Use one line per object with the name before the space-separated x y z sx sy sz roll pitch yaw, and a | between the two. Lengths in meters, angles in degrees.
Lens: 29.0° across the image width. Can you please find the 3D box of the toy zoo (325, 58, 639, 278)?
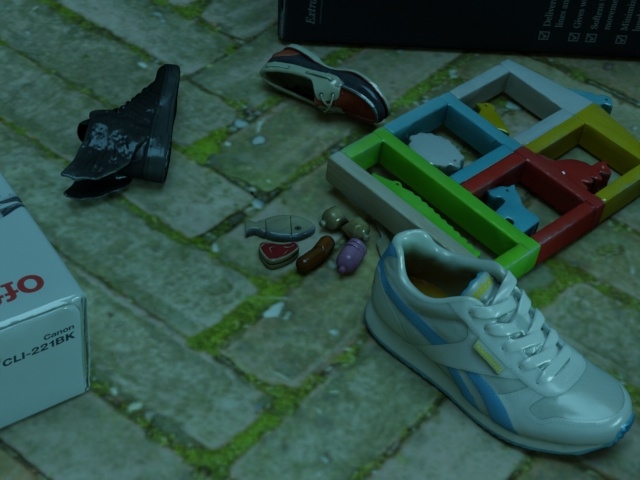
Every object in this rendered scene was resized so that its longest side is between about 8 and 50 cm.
toy zoo | 0.174 -0.072 1.122 0.293 0.030 0.192 -30 56 -33

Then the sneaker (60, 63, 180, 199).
sneaker | -0.176 -0.102 1.109 0.089 0.051 0.170 6 49 -6

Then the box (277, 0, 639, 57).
box | 0.158 -0.366 1.233 0.395 0.294 0.212 2 45 -4

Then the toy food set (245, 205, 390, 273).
toy food set | 0.000 0.000 1.048 0.122 0.019 0.078 -5 46 -11

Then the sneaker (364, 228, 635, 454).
sneaker | 0.134 0.077 0.936 0.228 0.092 0.087 30 49 21

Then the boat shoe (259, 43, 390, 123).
boat shoe | 0.004 -0.142 1.169 0.137 0.049 0.043 31 54 26

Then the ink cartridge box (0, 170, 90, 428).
ink cartridge box | -0.318 0.026 0.924 0.197 0.114 0.273 -22 51 -26
